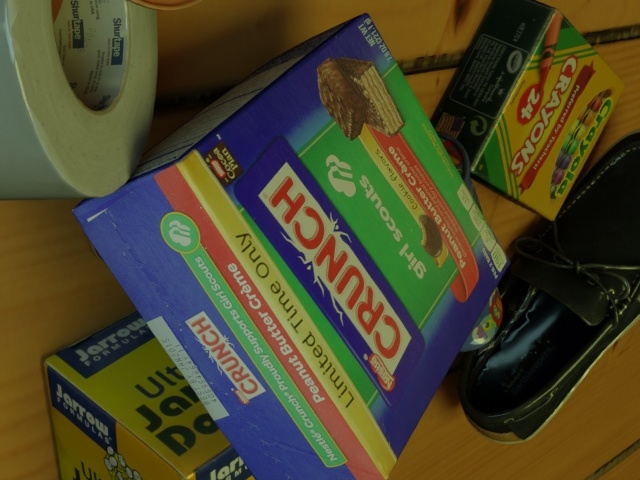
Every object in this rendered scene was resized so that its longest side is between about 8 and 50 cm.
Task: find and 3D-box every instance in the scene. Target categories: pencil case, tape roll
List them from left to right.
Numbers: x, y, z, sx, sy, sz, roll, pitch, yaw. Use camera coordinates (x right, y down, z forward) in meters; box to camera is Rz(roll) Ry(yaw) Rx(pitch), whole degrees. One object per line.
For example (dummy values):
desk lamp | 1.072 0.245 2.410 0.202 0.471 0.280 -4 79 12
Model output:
tape roll | -0.173 -0.134 0.698 0.219 0.072 0.219 0 90 -78
pencil case | 0.129 0.014 1.270 0.133 0.119 0.306 -58 148 -25

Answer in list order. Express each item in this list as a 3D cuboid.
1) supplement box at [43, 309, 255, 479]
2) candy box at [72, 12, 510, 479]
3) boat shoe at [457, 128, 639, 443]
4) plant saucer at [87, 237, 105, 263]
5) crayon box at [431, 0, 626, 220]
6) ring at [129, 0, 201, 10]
supplement box | -0.110 0.243 1.063 0.194 0.195 0.357 -31 137 -36
candy box | 0.000 0.000 0.890 0.268 0.122 0.317 58 38 -13
boat shoe | 0.352 0.063 1.555 0.500 0.187 0.156 -56 153 4
plant saucer | -0.164 -0.018 0.953 0.083 0.013 0.083 -34 140 -34
crayon box | 0.262 -0.147 1.359 0.318 0.081 0.202 19 99 -57
ring | -0.110 -0.310 0.678 0.336 0.032 0.337 3 90 -68
